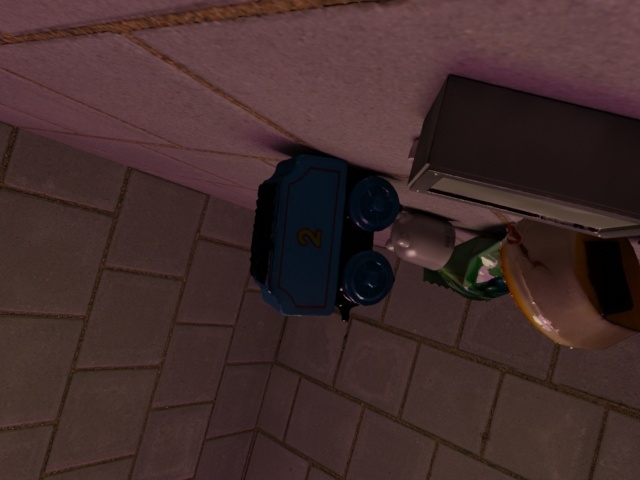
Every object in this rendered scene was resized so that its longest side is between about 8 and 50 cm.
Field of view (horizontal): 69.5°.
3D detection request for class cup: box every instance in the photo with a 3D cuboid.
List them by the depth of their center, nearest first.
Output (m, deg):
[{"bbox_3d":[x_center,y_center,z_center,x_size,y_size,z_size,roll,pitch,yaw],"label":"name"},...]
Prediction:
[{"bbox_3d":[0.254,-0.022,1.209,0.142,0.173,0.134,17,146,-15],"label":"cup"}]

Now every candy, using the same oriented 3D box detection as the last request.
[{"bbox_3d":[0.467,0.061,1.157,0.263,0.172,0.398,12,166,-18],"label":"candy"}]

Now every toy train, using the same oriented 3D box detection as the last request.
[{"bbox_3d":[0.000,0.000,0.893,0.265,0.300,0.188,4,-178,-22],"label":"toy train"}]

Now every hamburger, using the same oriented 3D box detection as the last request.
[{"bbox_3d":[0.427,0.068,0.781,0.295,0.227,0.151,21,152,-36],"label":"hamburger"}]

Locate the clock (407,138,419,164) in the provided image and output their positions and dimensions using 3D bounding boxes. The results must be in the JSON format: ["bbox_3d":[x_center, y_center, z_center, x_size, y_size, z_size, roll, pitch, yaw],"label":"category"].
[{"bbox_3d":[0.180,-0.096,0.601,0.129,0.041,0.087,21,180,-14],"label":"clock"}]

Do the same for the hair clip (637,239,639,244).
[{"bbox_3d":[0.674,0.075,0.688,0.358,0.096,0.110,36,-145,30],"label":"hair clip"}]

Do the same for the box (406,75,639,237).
[{"bbox_3d":[0.211,-0.070,0.452,0.225,0.086,0.129,14,178,4],"label":"box"}]
